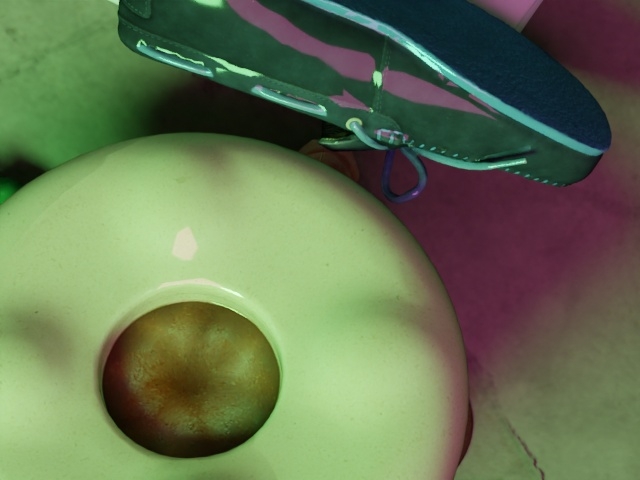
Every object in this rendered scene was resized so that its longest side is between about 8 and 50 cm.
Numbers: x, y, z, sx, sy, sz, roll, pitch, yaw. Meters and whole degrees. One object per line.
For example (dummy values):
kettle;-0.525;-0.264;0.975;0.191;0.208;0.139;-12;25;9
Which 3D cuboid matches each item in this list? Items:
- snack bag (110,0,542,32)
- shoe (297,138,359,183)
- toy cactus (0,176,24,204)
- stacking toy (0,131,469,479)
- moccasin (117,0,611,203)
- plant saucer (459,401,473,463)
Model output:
snack bag;0.027;-0.241;1.264;0.343;0.037;0.323;27;115;-18
shoe;0.000;0.000;1.390;0.063;0.081;0.178;9;150;4
toy cactus;-0.205;0.010;1.368;0.180;0.112;0.219;-33;109;4
stacking toy;-0.087;0.172;1.350;0.351;0.350;0.480;-2;154;-3
moccasin;0.028;-0.117;1.261;0.342;0.137;0.117;26;121;-9
plant saucer;0.040;0.159;1.505;0.168;0.029;0.168;-2;121;-3
